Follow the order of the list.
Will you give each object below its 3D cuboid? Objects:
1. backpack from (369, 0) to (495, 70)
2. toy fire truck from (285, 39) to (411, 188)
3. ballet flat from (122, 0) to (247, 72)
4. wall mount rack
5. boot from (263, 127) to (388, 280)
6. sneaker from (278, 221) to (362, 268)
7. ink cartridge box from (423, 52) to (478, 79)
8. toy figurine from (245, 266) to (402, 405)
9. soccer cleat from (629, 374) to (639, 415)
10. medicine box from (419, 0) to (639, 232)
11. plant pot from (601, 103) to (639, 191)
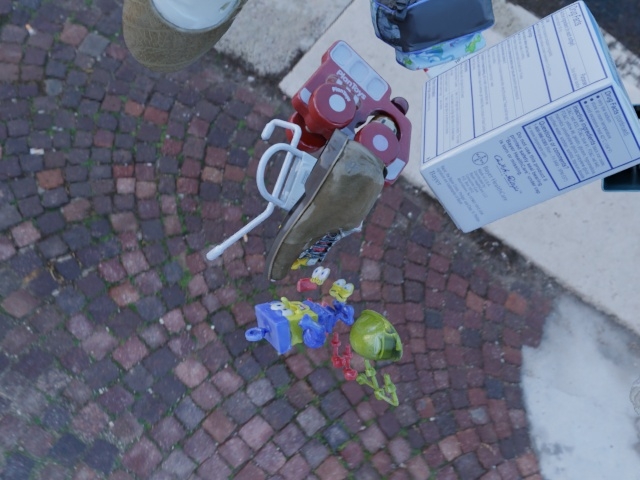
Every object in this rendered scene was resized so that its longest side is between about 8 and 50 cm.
[{"bbox_3d":[0.104,-0.222,0.636,0.105,0.084,0.114,-22,36,-6],"label":"backpack"},{"bbox_3d":[0.088,-0.277,1.441,0.302,0.169,0.254,40,64,-10],"label":"toy fire truck"},{"bbox_3d":[-0.073,-0.291,0.585,0.116,0.342,0.124,37,15,-26],"label":"ballet flat"},{"bbox_3d":[-0.065,-0.062,1.308,0.130,0.350,0.304,20,87,38],"label":"wall mount rack"},{"bbox_3d":[0.000,-0.027,1.043,0.115,0.305,0.112,29,35,-7],"label":"boot"},{"bbox_3d":[0.000,0.000,1.190,0.088,0.225,0.093,15,68,-31],"label":"sneaker"},{"bbox_3d":[0.348,-0.445,1.663,0.231,0.134,0.078,49,20,-15],"label":"ink cartridge box"},{"bbox_3d":[-0.030,0.191,1.225,0.217,0.362,0.191,-7,109,-26],"label":"toy figurine"},{"bbox_3d":[0.490,0.233,0.936,0.068,0.076,0.196,38,17,16],"label":"soccer cleat"},{"bbox_3d":[0.312,-0.191,0.995,0.149,0.289,0.263,49,33,-30],"label":"medicine box"},{"bbox_3d":[0.653,-0.198,1.301,0.165,0.234,0.165,1,104,20],"label":"plant pot"}]
